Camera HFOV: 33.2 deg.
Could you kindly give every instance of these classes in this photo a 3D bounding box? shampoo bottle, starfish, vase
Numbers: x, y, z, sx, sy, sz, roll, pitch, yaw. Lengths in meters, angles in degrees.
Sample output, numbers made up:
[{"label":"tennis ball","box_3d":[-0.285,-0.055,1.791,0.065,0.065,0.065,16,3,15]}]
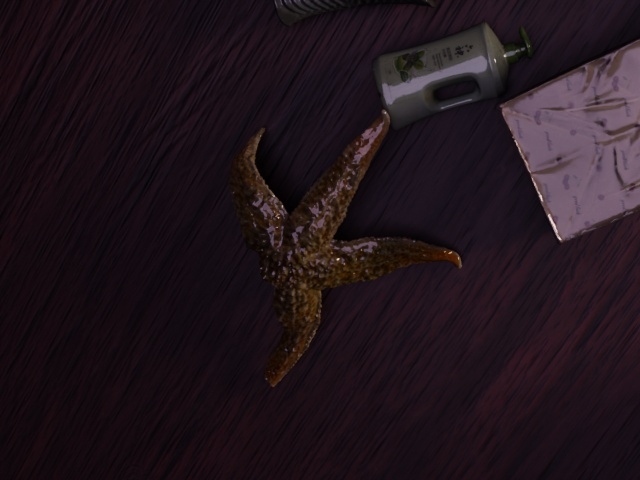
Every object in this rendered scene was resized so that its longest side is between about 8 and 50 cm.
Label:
[{"label":"shampoo bottle","box_3d":[0.203,-0.254,1.611,0.234,0.087,0.118,-16,94,15]},{"label":"starfish","box_3d":[-0.003,0.001,1.695,0.384,0.132,0.398,-24,97,12]},{"label":"vase","box_3d":[0.049,-0.384,1.623,0.237,0.115,0.115,-9,98,19]}]

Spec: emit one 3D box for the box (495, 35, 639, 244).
[{"label":"box","box_3d":[0.434,-0.158,1.523,0.297,0.190,0.225,-25,92,16]}]
